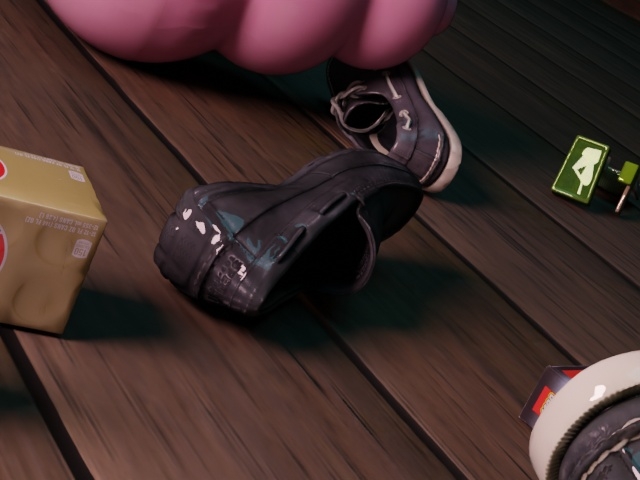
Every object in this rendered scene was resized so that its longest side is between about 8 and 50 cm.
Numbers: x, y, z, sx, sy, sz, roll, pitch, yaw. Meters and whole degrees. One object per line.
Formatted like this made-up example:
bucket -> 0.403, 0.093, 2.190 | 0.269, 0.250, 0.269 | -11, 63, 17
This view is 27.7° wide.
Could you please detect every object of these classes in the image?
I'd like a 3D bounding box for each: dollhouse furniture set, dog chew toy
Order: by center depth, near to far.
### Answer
dog chew toy -> -0.048, -0.221, 1.008 | 0.332, 0.206, 0.206 | 12, 22, -21
dollhouse furniture set -> 0.264, -0.052, 1.255 | 0.076, 0.058, 0.152 | 24, -2, 19

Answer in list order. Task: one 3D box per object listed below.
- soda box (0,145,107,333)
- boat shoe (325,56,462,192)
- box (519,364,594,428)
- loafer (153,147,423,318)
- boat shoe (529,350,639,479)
soda box -> -0.187, -0.015, 0.541 | 0.181, 0.061, 0.058 | 14, 23, -29
boat shoe -> 0.044, -0.113, 1.066 | 0.065, 0.075, 0.206 | 16, 26, -34
box -> 0.219, 0.116, 0.736 | 0.207, 0.036, 0.114 | 5, 27, -45
loafer -> 0.000, 0.000, 0.723 | 0.078, 0.076, 0.223 | 39, 27, 21
boat shoe -> 0.256, 0.143, 0.581 | 0.340, 0.127, 0.113 | 22, 26, -26
